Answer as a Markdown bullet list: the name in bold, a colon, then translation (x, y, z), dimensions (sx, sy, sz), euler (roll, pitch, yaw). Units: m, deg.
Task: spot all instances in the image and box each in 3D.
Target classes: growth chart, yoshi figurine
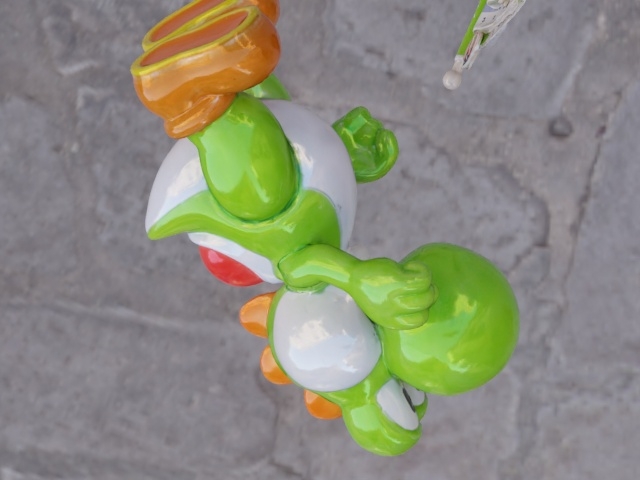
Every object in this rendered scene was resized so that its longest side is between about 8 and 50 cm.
- **growth chart**: translation (0.157, -0.222, 1.021), dimensions (0.021, 0.172, 0.237), euler (24, 165, -4)
- **yoshi figurine**: translation (0.024, -0.014, 0.977), dimensions (0.203, 0.203, 0.362), euler (2, 127, 52)
